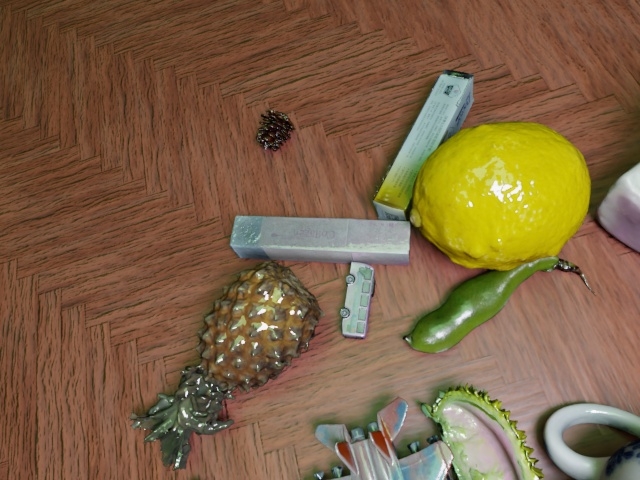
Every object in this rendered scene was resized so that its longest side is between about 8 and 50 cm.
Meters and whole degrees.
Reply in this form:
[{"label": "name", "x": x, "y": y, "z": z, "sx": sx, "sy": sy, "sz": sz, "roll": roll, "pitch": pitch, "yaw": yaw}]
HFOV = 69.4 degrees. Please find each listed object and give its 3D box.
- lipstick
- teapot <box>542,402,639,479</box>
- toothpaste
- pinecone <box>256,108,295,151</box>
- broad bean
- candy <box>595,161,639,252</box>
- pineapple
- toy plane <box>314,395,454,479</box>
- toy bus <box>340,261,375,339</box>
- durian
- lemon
[{"label": "lipstick", "x": 0.000, "y": 0.000, "z": 0.835, "sx": 0.318, "sy": 0.068, "sz": 0.066, "roll": 2, "pitch": 67, "yaw": 12}, {"label": "teapot", "x": 0.392, "y": 0.347, "z": 0.497, "sx": 0.280, "sy": 0.252, "sz": 0.424, "roll": -12, "pitch": 29, "yaw": -1}, {"label": "toothpaste", "x": 0.197, "y": -0.174, "z": 0.863, "sx": 0.071, "sy": 0.089, "sz": 0.312, "roll": 21, "pitch": 73, "yaw": 26}, {"label": "pinecone", "x": -0.095, "y": -0.225, "z": 0.948, "sx": 0.077, "sy": 0.077, "sz": 0.083, "roll": 20, "pitch": 77, "yaw": 18}, {"label": "broad bean", "x": 0.279, "y": 0.097, "z": 0.748, "sx": 0.318, "sy": 0.056, "sz": 0.098, "roll": -21, "pitch": 64, "yaw": -1}, {"label": "candy", "x": 0.640, "y": -0.101, "z": 0.716, "sx": 0.359, "sy": 0.145, "sz": 0.208, "roll": -39, "pitch": 67, "yaw": -6}, {"label": "pineapple", "x": -0.157, "y": 0.198, "z": 0.744, "sx": 0.361, "sy": 0.175, "sz": 0.175, "roll": -45, "pitch": 66, "yaw": 7}, {"label": "toy plane", "x": 0.103, "y": 0.395, "z": 0.623, "sx": 0.223, "sy": 0.104, "sz": 0.326, "roll": -24, "pitch": 72, "yaw": 13}, {"label": "toy bus", "x": 0.065, "y": 0.103, "z": 0.795, "sx": 0.052, "sy": 0.037, "sz": 0.130, "roll": 6, "pitch": 69, "yaw": 11}, {"label": "durian", "x": 0.236, "y": 0.301, "z": 0.640, "sx": 0.137, "sy": 0.096, "sz": 0.220, "roll": -37, "pitch": 58, "yaw": 22}, {"label": "lemon", "x": 0.280, "y": -0.072, "z": 0.728, "sx": 0.289, "sy": 0.233, "sz": 0.233, "roll": -12, "pitch": 65, "yaw": -5}]
